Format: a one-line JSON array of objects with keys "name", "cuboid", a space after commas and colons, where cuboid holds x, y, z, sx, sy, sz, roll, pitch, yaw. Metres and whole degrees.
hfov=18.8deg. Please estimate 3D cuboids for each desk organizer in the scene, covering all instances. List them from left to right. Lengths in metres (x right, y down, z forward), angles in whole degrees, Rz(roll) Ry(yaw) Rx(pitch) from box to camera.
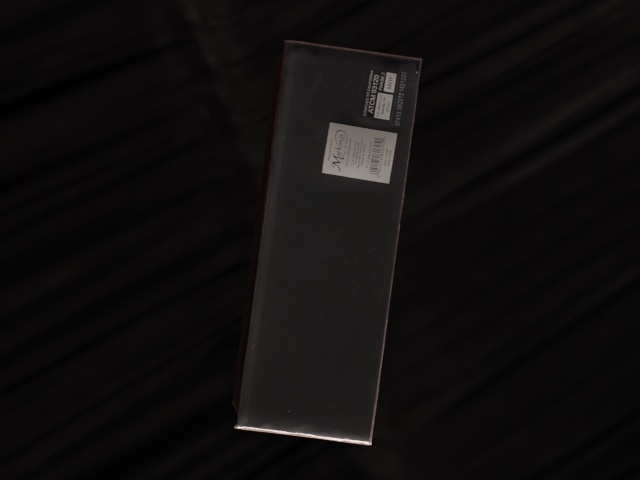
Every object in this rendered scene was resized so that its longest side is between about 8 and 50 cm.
[{"name": "desk organizer", "cuboid": [0.000, 0.000, 0.664, 0.050, 0.047, 0.130, -156, 74, -83]}]
